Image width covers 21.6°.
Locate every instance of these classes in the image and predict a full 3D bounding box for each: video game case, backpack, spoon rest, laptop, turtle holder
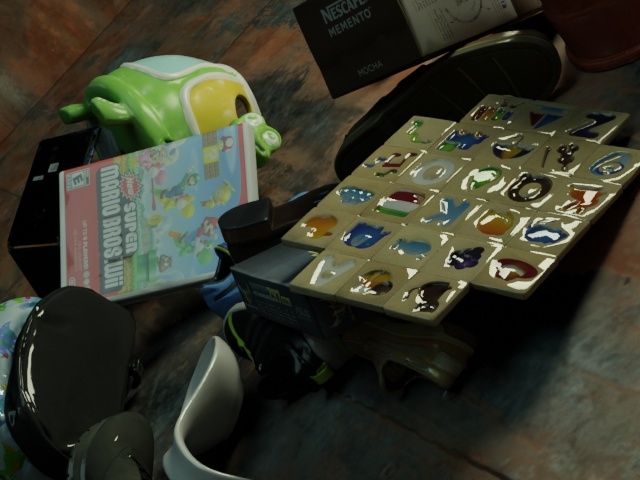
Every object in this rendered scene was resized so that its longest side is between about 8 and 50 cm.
[{"bbox_3d":[-0.211,-0.026,2.163,0.285,0.025,0.204,-13,67,21],"label":"video game case"},{"bbox_3d":[-0.421,0.236,2.093,0.355,0.273,0.290,-47,23,35],"label":"backpack"},{"bbox_3d":[-0.123,0.195,1.749,0.276,0.084,0.137,-112,42,-66],"label":"spoon rest"},{"bbox_3d":[-0.340,-0.008,2.374,0.234,0.137,0.264,-4,67,60],"label":"laptop"},{"bbox_3d":[-0.201,-0.160,2.364,0.227,0.243,0.320,-30,-3,-23],"label":"turtle holder"}]

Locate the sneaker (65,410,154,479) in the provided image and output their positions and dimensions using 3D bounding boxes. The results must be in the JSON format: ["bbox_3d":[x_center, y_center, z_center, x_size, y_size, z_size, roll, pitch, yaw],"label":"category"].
[{"bbox_3d":[-0.204,0.290,1.760,0.130,0.109,0.286,-23,36,26],"label":"sneaker"}]

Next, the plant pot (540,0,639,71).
[{"bbox_3d":[0.286,-0.367,1.772,0.272,0.265,0.272,-39,21,18],"label":"plant pot"}]

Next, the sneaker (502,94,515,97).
[{"bbox_3d":[0.162,-0.091,1.741,0.081,0.094,0.208,-27,28,42],"label":"sneaker"}]

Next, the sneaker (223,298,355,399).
[{"bbox_3d":[-0.052,0.119,1.777,0.097,0.084,0.235,-56,23,-22],"label":"sneaker"}]

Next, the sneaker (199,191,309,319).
[{"bbox_3d":[-0.072,0.005,2.034,0.069,0.082,0.209,-16,34,57],"label":"sneaker"}]

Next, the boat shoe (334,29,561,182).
[{"bbox_3d":[0.141,-0.164,1.893,0.307,0.110,0.104,-27,23,33],"label":"boat shoe"}]

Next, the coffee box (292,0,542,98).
[{"bbox_3d":[0.139,-0.278,1.927,0.297,0.118,0.168,-26,5,-40],"label":"coffee box"}]

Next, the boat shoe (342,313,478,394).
[{"bbox_3d":[0.072,0.111,1.593,0.190,0.068,0.072,-4,61,63],"label":"boat shoe"}]

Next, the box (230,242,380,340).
[{"bbox_3d":[0.031,0.024,1.682,0.183,0.059,0.233,-26,13,-17],"label":"box"}]

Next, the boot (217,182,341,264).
[{"bbox_3d":[0.000,0.000,1.936,0.219,0.106,0.082,-8,29,14],"label":"boot"}]

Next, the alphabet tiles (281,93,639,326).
[{"bbox_3d":[0.136,-0.038,1.588,0.285,0.011,0.342,13,43,39],"label":"alphabet tiles"}]
